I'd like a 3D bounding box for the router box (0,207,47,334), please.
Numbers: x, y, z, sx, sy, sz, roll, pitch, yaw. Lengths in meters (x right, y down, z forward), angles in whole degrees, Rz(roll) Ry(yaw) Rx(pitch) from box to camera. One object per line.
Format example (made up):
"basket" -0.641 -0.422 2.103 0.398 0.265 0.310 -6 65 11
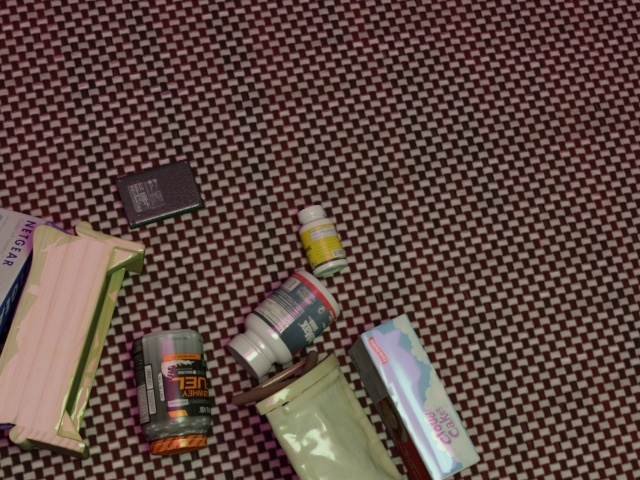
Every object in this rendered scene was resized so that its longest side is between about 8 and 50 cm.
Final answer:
"router box" -0.626 0.053 1.693 0.301 0.082 0.335 15 36 -3

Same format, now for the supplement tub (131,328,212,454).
"supplement tub" -0.240 0.247 1.760 0.117 0.117 0.190 -7 75 -10

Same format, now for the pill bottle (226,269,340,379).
"pill bottle" -0.065 0.145 1.819 0.180 0.108 0.108 -42 83 -16

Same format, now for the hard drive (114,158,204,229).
"hard drive" -0.282 -0.083 1.901 0.135 0.022 0.094 -17 76 -12

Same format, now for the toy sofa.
"toy sofa" -0.413 0.160 1.744 0.177 0.150 0.362 15 72 -5

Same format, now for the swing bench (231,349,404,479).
"swing bench" 0.009 0.316 1.677 0.165 0.255 0.253 -29 92 -14

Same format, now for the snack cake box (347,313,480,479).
"snack cake box" 0.150 0.268 1.788 0.089 0.152 0.264 -24 78 -14

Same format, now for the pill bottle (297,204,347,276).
"pill bottle" 0.000 0.000 1.893 0.065 0.065 0.116 -16 76 -12
